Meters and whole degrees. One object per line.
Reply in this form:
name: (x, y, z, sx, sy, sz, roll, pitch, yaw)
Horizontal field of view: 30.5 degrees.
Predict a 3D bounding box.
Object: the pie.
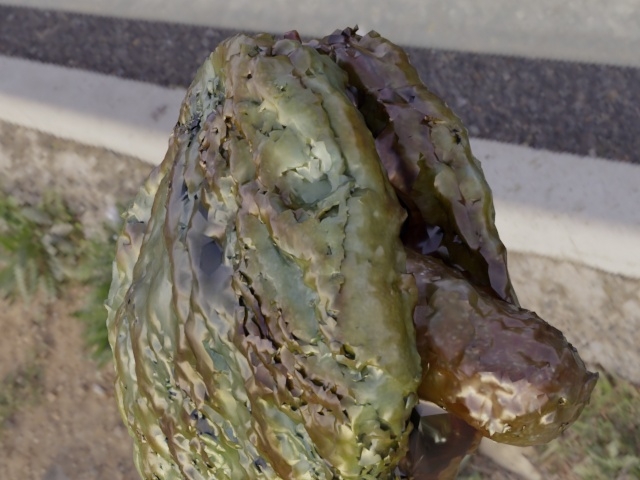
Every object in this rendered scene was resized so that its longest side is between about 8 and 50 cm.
pie: (-0.040, 0.068, 0.829, 0.418, 0.180, 0.395, -52, 53, 42)
